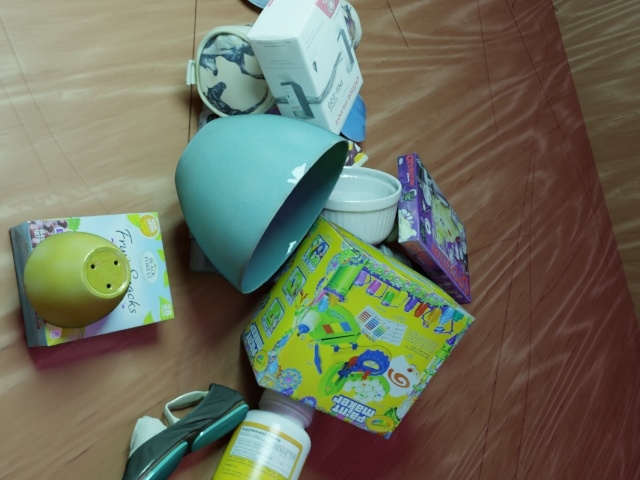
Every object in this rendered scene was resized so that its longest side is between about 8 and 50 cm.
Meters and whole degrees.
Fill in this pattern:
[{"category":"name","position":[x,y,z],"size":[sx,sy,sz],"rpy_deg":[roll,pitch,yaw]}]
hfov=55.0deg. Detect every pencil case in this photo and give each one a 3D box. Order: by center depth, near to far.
[{"category":"pencil case","position":[-0.077,-0.361,1.174],"size":[0.410,0.183,0.160],"rpy_deg":[-48,139,-51]}]

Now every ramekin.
[{"category":"ramekin","position":[0.053,-0.066,1.223],"size":[0.207,0.207,0.109],"rpy_deg":[-28,129,-47]}]

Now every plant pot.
[{"category":"plant pot","position":[-0.307,0.047,0.817],"size":[0.134,0.095,0.134],"rpy_deg":[13,72,-45]},{"category":"plant pot","position":[-0.115,-0.088,0.988],"size":[0.195,0.290,0.290],"rpy_deg":[34,47,9]}]

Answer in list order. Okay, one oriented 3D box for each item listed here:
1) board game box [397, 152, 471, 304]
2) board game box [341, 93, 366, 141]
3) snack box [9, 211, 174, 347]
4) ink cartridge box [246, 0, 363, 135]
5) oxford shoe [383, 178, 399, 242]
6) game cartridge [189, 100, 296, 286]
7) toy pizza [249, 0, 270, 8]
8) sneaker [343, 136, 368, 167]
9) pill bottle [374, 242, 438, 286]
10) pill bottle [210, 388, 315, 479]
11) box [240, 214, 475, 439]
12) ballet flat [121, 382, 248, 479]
[{"category":"board game box","position":[0.255,-0.014,1.353],"size":[0.347,0.056,0.208],"rpy_deg":[42,47,-50]},{"category":"board game box","position":[0.052,-0.302,1.435],"size":[0.133,0.033,0.168],"rpy_deg":[31,50,-39]},{"category":"snack box","position":[-0.332,0.052,0.914],"size":[0.207,0.070,0.174],"rpy_deg":[-9,89,-50]},{"category":"ink cartridge box","position":[-0.016,-0.291,1.007],"size":[0.218,0.092,0.158],"rpy_deg":[66,40,-50]},{"category":"oxford shoe","position":[0.207,-0.064,1.420],"size":[0.130,0.123,0.348],"rpy_deg":[46,29,-5]},{"category":"game cartridge","position":[-0.138,-0.100,1.175],"size":[0.230,0.068,0.355],"rpy_deg":[17,69,-50]},{"category":"toy pizza","position":[-0.139,-0.580,1.288],"size":[0.201,0.032,0.201],"rpy_deg":[14,71,-45]},{"category":"sneaker","position":[0.026,-0.160,1.372],"size":[0.084,0.069,0.185],"rpy_deg":[47,51,-2]},{"category":"pill bottle","position":[0.173,0.109,1.405],"size":[0.265,0.153,0.153],"rpy_deg":[37,56,-38]},{"category":"pill bottle","position":[-0.098,0.380,1.059],"size":[0.136,0.136,0.245],"rpy_deg":[49,50,-30]},{"category":"box","position":[0.061,0.159,1.112],"size":[0.290,0.177,0.279],"rpy_deg":[31,98,-26]},{"category":"ballet flat","position":[-0.230,0.308,0.965],"size":[0.280,0.096,0.095],"rpy_deg":[-25,145,-57]}]
